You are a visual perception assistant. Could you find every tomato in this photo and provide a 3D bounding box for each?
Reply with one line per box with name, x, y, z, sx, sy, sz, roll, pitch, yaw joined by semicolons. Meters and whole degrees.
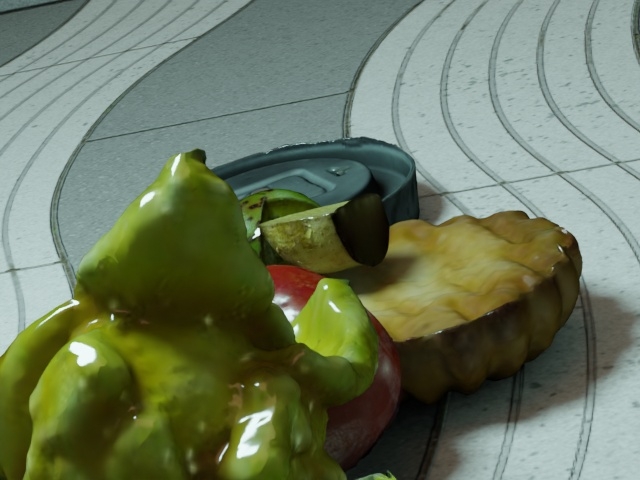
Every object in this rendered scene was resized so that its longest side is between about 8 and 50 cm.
tomato;-0.053;0.116;1.663;0.228;0.101;0.228;-13;62;25

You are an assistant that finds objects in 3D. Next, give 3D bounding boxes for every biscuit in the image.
biscuit;0.089;0.070;1.843;0.325;0.107;0.326;-13;16;4

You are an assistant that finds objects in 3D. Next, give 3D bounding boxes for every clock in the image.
clock;-0.046;-0.029;2.254;0.325;0.067;0.325;-12;20;4

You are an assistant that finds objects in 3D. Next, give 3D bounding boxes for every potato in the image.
potato;0.000;0.000;1.867;0.103;0.066;0.096;-11;4;35

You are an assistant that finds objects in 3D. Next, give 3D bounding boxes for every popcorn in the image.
popcorn;-0.085;0.128;1.480;0.325;0.290;0.321;-16;-22;-35

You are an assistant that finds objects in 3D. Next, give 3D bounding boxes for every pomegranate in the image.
pomegranate;-0.036;0.011;2.022;0.169;0.143;0.122;-39;24;-27

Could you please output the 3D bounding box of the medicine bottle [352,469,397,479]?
medicine bottle;0.040;0.270;1.277;0.141;0.137;0.250;-20;21;-16
